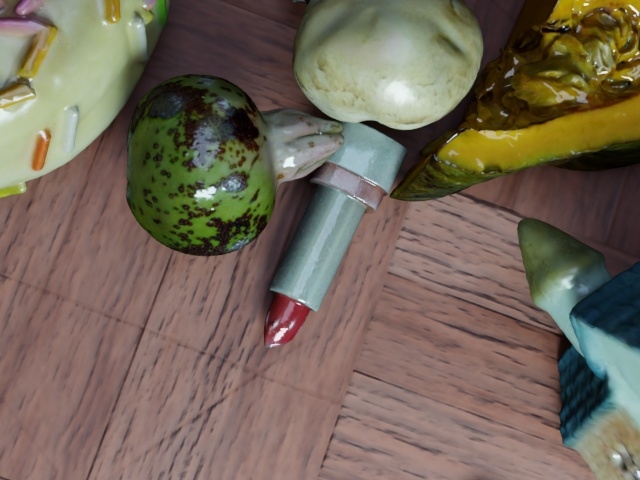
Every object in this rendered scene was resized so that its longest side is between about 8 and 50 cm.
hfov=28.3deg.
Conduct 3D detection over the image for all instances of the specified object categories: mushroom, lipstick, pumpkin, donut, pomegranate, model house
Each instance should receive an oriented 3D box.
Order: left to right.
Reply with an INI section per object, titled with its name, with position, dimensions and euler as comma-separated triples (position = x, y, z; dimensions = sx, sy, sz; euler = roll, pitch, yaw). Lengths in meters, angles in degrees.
[donut]
position = -0.297, -0.187, 0.931
dimensions = 0.371, 0.150, 0.307
euler = 4, 80, -8
[pomegranate]
position = -0.073, -0.064, 0.954
dimensions = 0.163, 0.125, 0.138
euler = -31, 128, -32
[lipstick]
position = 0.000, 0.000, 0.990
dimensions = 0.063, 0.057, 0.186
euler = 27, 83, -5
[mushroom]
position = 0.049, -0.145, 0.947
dimensions = 0.148, 0.112, 0.148
euler = -11, 47, 12
[pumpkin]
position = 0.181, -0.146, 0.995
dimensions = 0.280, 0.139, 0.190
euler = -11, 85, -12
[model house]
position = 0.279, 0.087, 0.921
dimensions = 0.194, 0.267, 0.325
euler = -34, 74, -18

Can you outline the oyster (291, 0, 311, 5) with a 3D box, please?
[oyster]
position = 0.016, -0.220, 1.031
dimensions = 0.108, 0.053, 0.166
euler = 8, 71, -25
